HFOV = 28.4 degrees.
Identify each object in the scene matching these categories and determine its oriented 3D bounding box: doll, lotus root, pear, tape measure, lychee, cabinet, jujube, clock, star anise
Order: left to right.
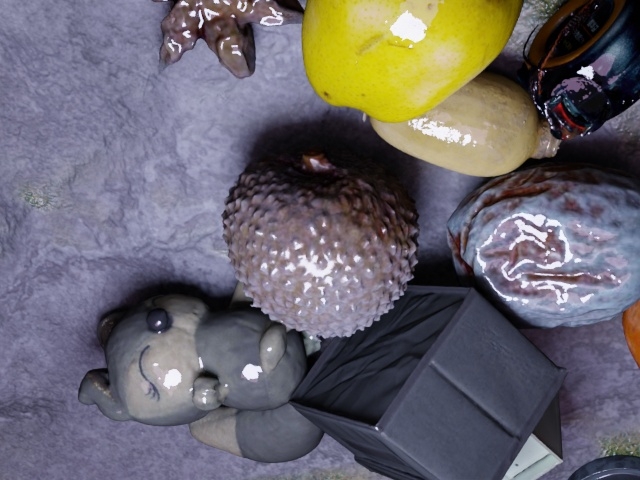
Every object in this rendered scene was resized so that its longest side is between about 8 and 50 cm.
[{"bbox_3d":[-0.169,-0.364,1.751,0.315,0.108,0.315,-1,123,-1],"label":"star anise"},{"bbox_3d":[-0.190,0.246,2.047,0.383,0.252,0.378,-4,120,17],"label":"doll"},{"bbox_3d":[0.000,-0.005,1.846,0.300,0.300,0.300,3,121,6],"label":"lychee"},{"bbox_3d":[0.113,-0.319,1.659,0.285,0.285,0.336,37,139,-14],"label":"pear"},{"bbox_3d":[0.198,-0.174,1.801,0.303,0.130,0.146,14,122,-1],"label":"lotus root"},{"bbox_3d":[0.282,0.280,2.018,0.145,0.206,0.150,43,117,-17],"label":"cabinet"},{"bbox_3d":[0.336,0.008,1.842,0.308,0.215,0.246,5,106,13],"label":"jujube"},{"bbox_3d":[0.373,-0.245,1.690,0.223,0.202,0.135,-43,110,14],"label":"tape measure"},{"bbox_3d":[0.521,0.464,2.193,0.215,0.042,0.214,3,121,5],"label":"clock"}]

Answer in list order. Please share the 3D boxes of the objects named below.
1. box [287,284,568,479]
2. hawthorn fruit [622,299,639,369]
[{"bbox_3d":[0.149,0.218,1.875,0.204,0.345,0.251,42,74,-17],"label":"box"},{"bbox_3d":[0.551,0.134,1.863,0.211,0.262,0.210,4,119,8],"label":"hawthorn fruit"}]
